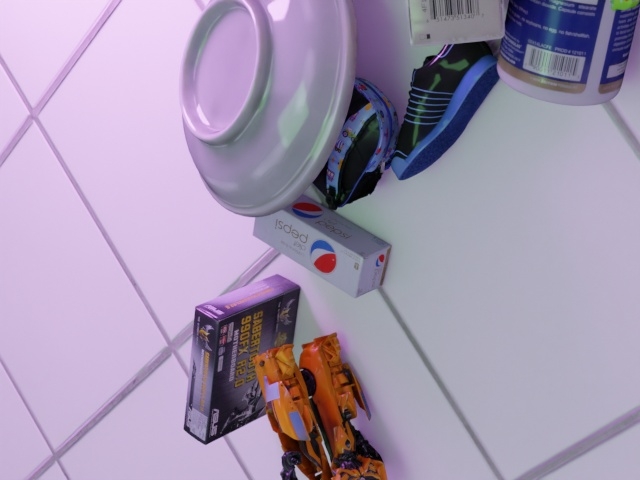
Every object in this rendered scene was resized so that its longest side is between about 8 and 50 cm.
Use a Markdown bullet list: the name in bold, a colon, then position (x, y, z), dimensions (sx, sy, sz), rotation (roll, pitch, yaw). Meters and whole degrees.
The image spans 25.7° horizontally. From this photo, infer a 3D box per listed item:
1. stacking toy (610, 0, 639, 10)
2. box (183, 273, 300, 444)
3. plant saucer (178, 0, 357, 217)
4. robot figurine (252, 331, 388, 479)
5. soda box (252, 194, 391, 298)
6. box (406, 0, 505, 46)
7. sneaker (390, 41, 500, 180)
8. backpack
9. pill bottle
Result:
- **stacking toy**: position (0.405, -0.220, 1.565), dimensions (0.052, 0.167, 0.221), rotation (-16, 94, 45)
- **box**: position (-0.124, 0.186, 2.203), dimensions (0.056, 0.183, 0.231), rotation (29, 123, 34)
- **plant saucer**: position (-0.106, -0.236, 1.982), dimensions (0.400, 0.101, 0.400), rotation (-15, 71, 52)
- **robot figurine**: position (0.009, 0.292, 2.111), dimensions (0.085, 0.211, 0.291), rotation (-30, 77, 42)
- **soda box**: position (0.000, 0.000, 2.097), dimensions (0.216, 0.069, 0.074), rotation (31, 125, 32)
- **box**: position (0.163, -0.299, 1.682), dimensions (0.113, 0.275, 0.094), rotation (-4, 105, 6)
- **sneaker**: position (0.153, -0.185, 1.883), dimensions (0.090, 0.081, 0.232), rotation (51, 126, 20)
- **backpack**: position (0.039, -0.156, 1.967), dimensions (0.158, 0.117, 0.173), rotation (48, 132, 20)
- **pill bottle**: position (0.303, -0.304, 1.640), dimensions (0.153, 0.153, 0.264), rotation (28, 123, 33)
